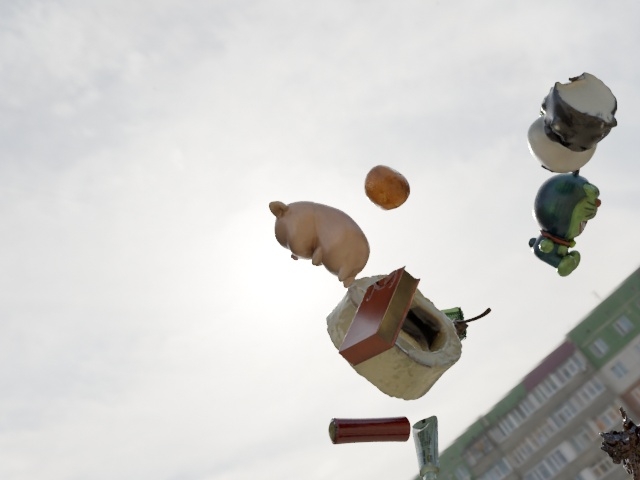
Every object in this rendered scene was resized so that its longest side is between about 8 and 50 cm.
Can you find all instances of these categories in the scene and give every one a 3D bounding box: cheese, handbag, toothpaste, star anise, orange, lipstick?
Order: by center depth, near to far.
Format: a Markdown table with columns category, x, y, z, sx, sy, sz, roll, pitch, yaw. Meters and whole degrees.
| category | x | y | z | sx | sy | sz | roll | pitch | yaw |
| --- | --- | --- | --- | --- | --- | --- | --- | --- | --- |
| handbag | 0.117 | 0.145 | 1.582 | 0.127 | 0.063 | 0.190 | -36 | 19 | 47 |
| toothpaste | 0.237 | 0.463 | 1.777 | 0.067 | 0.255 | 0.037 | -27 | -76 | 12 |
| star anise | 0.792 | 0.541 | 1.945 | 0.148 | 0.237 | 0.346 | -50 | -28 | -75 |
| cheese | 0.187 | 0.238 | 2.063 | 0.153 | 0.332 | 0.292 | -53 | -11 | 31 |
| orange | 0.182 | -0.143 | 2.225 | 0.135 | 0.135 | 0.117 | 16 | -78 | -49 |
| star anise | 0.379 | 0.264 | 2.325 | 0.234 | 0.073 | 0.177 | -30 | -5 | -5 |
| lipstick | 0.143 | 0.549 | 2.329 | 0.241 | 0.080 | 0.080 | 3 | -47 | -19 |

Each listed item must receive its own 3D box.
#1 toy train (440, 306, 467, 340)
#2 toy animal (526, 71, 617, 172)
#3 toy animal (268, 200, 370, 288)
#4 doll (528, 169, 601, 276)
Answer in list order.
| category | x | y | z | sx | sy | sz | roll | pitch | yaw |
| --- | --- | --- | --- | --- | --- | --- | --- | --- | --- |
| toy train | 0.372 | 0.294 | 2.547 | 0.154 | 0.115 | 0.269 | -8 | -16 | -2 |
| toy animal | 0.682 | -0.318 | 2.207 | 0.212 | 0.212 | 0.267 | -18 | -24 | -23 |
| toy animal | 0.001 | -0.008 | 1.876 | 0.154 | 0.250 | 0.166 | -58 | -17 | -12 |
| doll | 0.718 | -0.063 | 2.391 | 0.198 | 0.186 | 0.322 | -13 | -59 | -62 |
